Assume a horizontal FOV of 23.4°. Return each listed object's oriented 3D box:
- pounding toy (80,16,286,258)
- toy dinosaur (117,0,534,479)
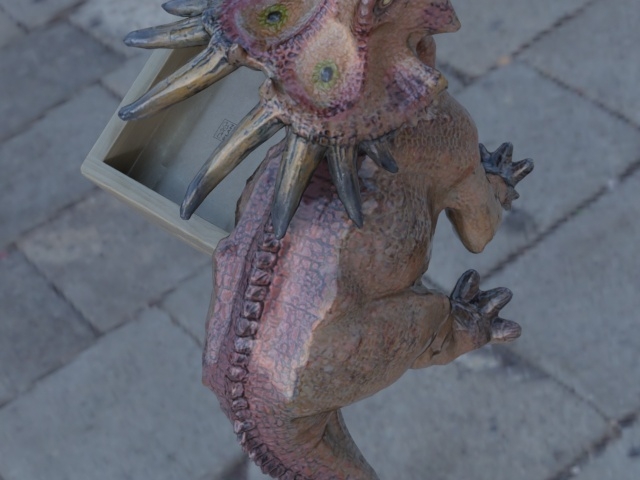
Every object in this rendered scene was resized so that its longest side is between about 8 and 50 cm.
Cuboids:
[{"bbox_3d":[-0.026,-0.027,0.779,0.141,0.100,0.130,28,84,31],"label":"pounding toy"},{"bbox_3d":[0.000,0.000,0.599,0.127,0.295,0.200,8,9,18],"label":"toy dinosaur"}]
